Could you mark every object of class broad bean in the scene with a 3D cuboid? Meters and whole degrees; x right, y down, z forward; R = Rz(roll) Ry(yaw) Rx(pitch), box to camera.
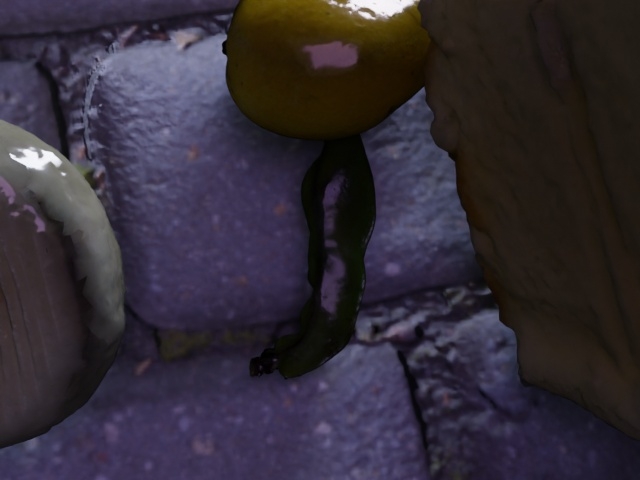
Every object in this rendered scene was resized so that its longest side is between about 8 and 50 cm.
[{"bbox_3d":[0.007,0.004,0.680,0.061,0.046,0.195,15,76,10],"label":"broad bean"}]

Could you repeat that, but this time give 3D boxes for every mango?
[{"bbox_3d":[0.023,-0.137,0.684,0.195,0.098,0.137,-24,51,-27],"label":"mango"}]

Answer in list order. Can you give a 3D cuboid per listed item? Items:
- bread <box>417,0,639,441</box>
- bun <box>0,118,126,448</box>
[{"bbox_3d":[0.297,-0.096,0.600,0.390,0.279,0.371,-25,106,-17],"label":"bread"},{"bbox_3d":[-0.220,0.017,0.599,0.223,0.127,0.222,-1,105,-3],"label":"bun"}]
